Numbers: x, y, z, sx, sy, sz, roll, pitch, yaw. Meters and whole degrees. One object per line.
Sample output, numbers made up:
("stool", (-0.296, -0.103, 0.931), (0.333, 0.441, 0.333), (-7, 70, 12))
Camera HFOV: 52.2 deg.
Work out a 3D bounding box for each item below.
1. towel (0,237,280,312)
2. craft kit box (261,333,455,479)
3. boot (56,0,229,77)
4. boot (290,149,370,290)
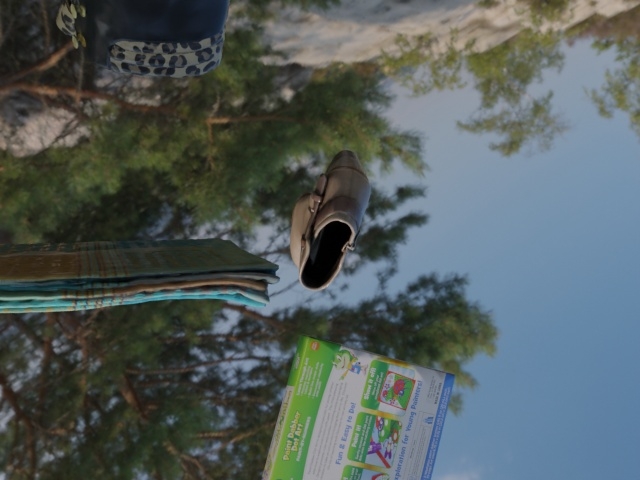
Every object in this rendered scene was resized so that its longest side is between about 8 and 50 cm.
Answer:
("towel", (-0.248, 0.031, 0.616), (0.370, 0.040, 0.271), (-2, -174, -17))
("craft kit box", (0.057, 0.291, 0.984), (0.061, 0.246, 0.250), (172, -65, -73))
("boot", (-0.237, -0.309, 0.619), (0.284, 0.377, 0.138), (122, -25, -58))
("boot", (0.000, 0.000, 0.416), (0.087, 0.042, 0.118), (-80, -173, -51))
